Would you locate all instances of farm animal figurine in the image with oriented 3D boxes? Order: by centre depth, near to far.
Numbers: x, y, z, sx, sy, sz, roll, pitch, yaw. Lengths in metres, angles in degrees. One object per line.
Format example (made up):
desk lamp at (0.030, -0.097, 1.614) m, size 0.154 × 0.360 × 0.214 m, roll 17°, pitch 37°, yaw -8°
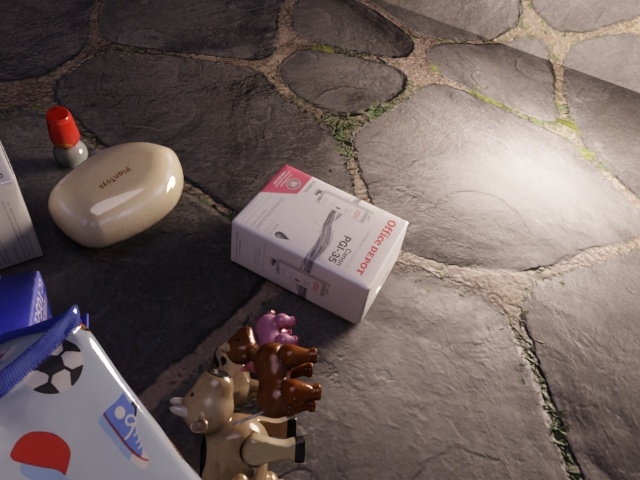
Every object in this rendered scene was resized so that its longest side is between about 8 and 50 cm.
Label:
farm animal figurine at (-0.116, 0.252, 0.716) m, size 0.172 × 0.330 × 0.326 m, roll 2°, pitch 77°, yaw -12°

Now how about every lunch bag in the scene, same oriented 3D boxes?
lunch bag at (-0.300, 0.270, 0.488) m, size 0.386 × 0.327 × 0.239 m, roll -21°, pitch 19°, yaw 28°

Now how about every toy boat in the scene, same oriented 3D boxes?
toy boat at (-0.432, -0.128, 1.053) m, size 0.318 × 0.148 × 0.267 m, roll 42°, pitch 59°, yaw 15°

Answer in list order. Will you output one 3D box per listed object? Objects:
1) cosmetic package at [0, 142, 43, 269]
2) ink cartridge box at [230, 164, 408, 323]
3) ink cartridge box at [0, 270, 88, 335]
cosmetic package at (-0.683, -0.019, 0.856) m, size 0.366 × 0.197 × 0.155 m, roll -21°, pitch 56°, yaw -28°
ink cartridge box at (0.000, 0.000, 1.022) m, size 0.283 × 0.117 × 0.207 m, roll 26°, pitch 49°, yaw 12°
ink cartridge box at (-0.516, 0.192, 0.704) m, size 0.396 × 0.151 × 0.270 m, roll -7°, pitch 39°, yaw -19°
